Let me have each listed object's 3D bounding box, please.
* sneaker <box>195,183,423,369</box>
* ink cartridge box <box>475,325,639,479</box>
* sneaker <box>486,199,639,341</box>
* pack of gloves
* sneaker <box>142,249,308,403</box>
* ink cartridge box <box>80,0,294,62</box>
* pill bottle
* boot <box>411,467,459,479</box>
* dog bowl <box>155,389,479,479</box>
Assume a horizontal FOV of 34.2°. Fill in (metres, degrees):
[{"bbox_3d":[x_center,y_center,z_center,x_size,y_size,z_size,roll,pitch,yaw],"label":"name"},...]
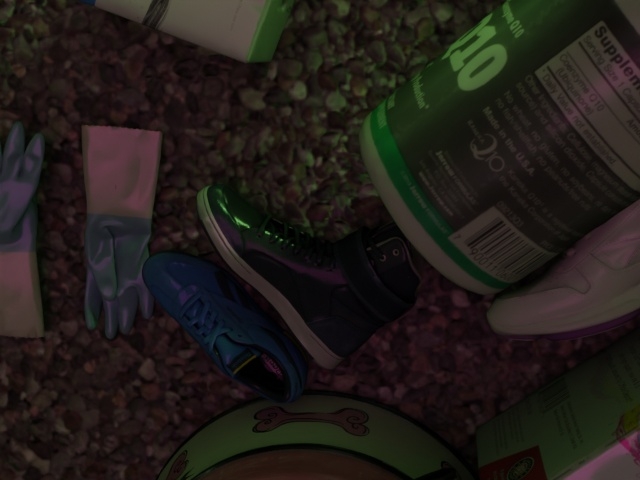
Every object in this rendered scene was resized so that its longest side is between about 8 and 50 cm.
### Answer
[{"bbox_3d":[0.001,0.000,1.016,0.163,0.086,0.226,-37,104,23],"label":"sneaker"},{"bbox_3d":[0.301,0.179,0.948,0.306,0.226,0.131,-34,94,13],"label":"ink cartridge box"},{"bbox_3d":[0.289,-0.005,0.986,0.305,0.114,0.152,-25,87,4],"label":"sneaker"},{"bbox_3d":[-0.267,-0.012,1.091,0.195,0.046,0.232,4,104,-5],"label":"pack of gloves"},{"bbox_3d":[-0.098,0.087,1.055,0.209,0.082,0.069,41,103,-2],"label":"sneaker"},{"bbox_3d":[-0.131,-0.234,0.969,0.190,0.139,0.082,22,102,3],"label":"ink cartridge box"},{"bbox_3d":[0.227,-0.129,0.880,0.361,0.204,0.204,-37,94,23],"label":"pill bottle"},{"bbox_3d":[0.056,0.320,0.941,0.246,0.083,0.161,-36,86,9],"label":"boot"},{"bbox_3d":[-0.009,0.369,1.064,0.408,0.150,0.408,1,100,7],"label":"dog bowl"}]
